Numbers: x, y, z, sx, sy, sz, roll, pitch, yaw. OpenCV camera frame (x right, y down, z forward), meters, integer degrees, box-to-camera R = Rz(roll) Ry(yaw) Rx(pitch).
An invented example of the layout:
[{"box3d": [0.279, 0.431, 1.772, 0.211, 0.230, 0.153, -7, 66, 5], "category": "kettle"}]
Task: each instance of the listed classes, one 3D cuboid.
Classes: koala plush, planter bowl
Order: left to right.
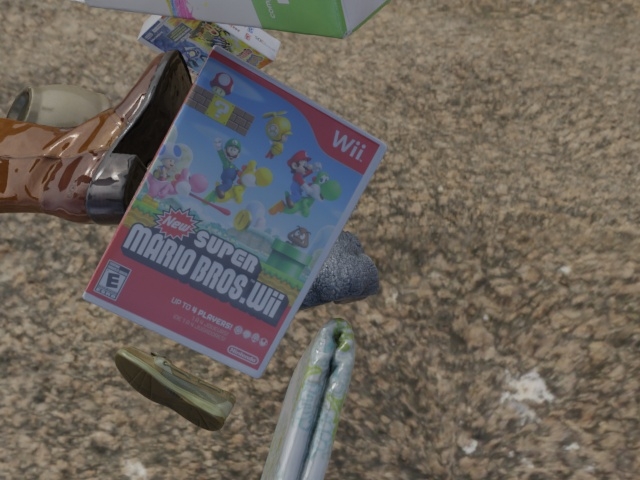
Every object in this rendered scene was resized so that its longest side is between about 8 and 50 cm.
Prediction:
[{"box3d": [-0.397, -0.164, 0.996, 0.162, 0.109, 0.162, -22, 57, 39], "category": "planter bowl"}, {"box3d": [0.000, 0.000, 1.164, 0.196, 0.203, 0.221, -7, 81, -21], "category": "koala plush"}]

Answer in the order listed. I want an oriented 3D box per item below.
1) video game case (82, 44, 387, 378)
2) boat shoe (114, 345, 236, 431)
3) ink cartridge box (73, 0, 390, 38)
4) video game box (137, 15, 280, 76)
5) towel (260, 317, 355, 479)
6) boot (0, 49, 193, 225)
[{"box3d": [-0.085, -0.022, 0.694, 0.204, 0.025, 0.285, 28, 94, -13], "category": "video game case"}, {"box3d": [-0.175, 0.170, 0.812, 0.153, 0.056, 0.048, 31, 46, 0], "category": "boat shoe"}, {"box3d": [-0.071, -0.268, 0.506, 0.353, 0.119, 0.207, 20, 54, 37], "category": "ink cartridge box"}, {"box3d": [-0.200, -0.350, 1.187, 0.205, 0.187, 0.048, -8, 62, 56], "category": "video game box"}, {"box3d": [-0.028, 0.348, 1.202, 0.090, 0.320, 0.374, 18, 69, -4], "category": "towel"}, {"box3d": [-0.314, -0.133, 0.843, 0.280, 0.096, 0.264, 4, 66, 18], "category": "boot"}]
